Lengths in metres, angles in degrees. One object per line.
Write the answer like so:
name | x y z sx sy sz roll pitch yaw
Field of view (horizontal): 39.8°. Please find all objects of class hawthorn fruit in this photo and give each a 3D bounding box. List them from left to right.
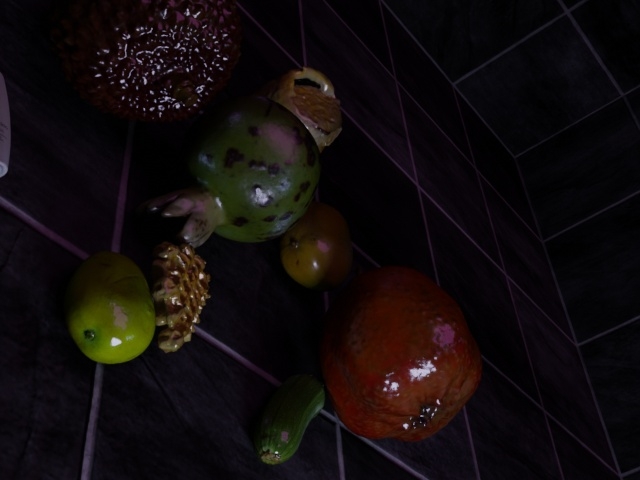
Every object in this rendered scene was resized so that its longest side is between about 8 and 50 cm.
hawthorn fruit | 0.117 0.168 1.498 0.287 0.287 0.330 31 26 -47

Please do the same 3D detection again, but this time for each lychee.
lychee | -0.256 -0.308 1.307 0.276 0.276 0.304 19 31 -55

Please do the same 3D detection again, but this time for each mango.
mango | -0.262 0.079 1.087 0.117 0.089 0.163 28 26 -40
mango | 0.000 0.000 1.635 0.156 0.114 0.251 46 27 -11

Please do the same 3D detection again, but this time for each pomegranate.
pomegranate | -0.132 -0.101 1.352 0.242 0.242 0.306 60 30 1

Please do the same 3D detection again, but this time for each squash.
squash | -0.045 0.257 1.312 0.077 0.068 0.219 43 25 3

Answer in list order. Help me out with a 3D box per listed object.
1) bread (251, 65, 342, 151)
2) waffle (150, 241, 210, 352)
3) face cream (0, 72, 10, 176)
bread | -0.051 -0.231 1.738 0.197 0.170 0.197 28 47 -35
waffle | -0.186 0.080 1.211 0.192 0.046 0.160 52 27 -73
face cream | -0.417 -0.159 1.090 0.072 0.051 0.182 22 43 -48
